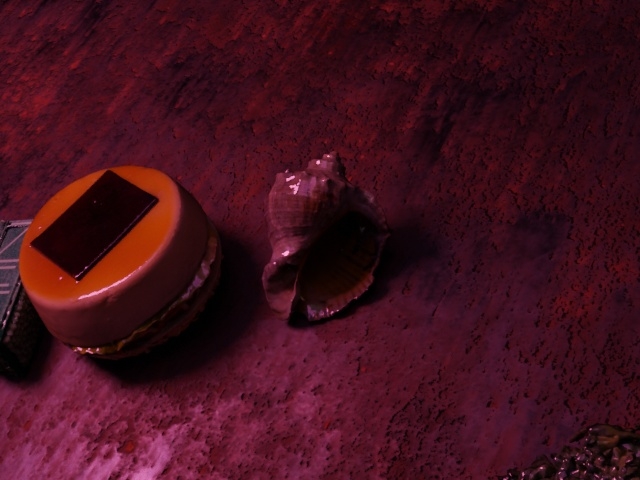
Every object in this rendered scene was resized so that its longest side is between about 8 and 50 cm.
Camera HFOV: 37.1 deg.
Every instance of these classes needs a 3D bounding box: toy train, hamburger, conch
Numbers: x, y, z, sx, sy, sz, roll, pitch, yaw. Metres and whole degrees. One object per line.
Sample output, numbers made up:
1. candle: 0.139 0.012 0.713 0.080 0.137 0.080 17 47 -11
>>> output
1. toy train: -0.496 0.087 1.467 0.154 0.115 0.269 1 54 11
2. hamburger: -0.285 0.036 1.377 0.300 0.176 0.300 -11 52 14
3. conch: 0.000 0.000 1.318 0.178 0.163 0.245 19 92 20

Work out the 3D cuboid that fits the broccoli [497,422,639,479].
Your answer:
1. broccoli: 0.331 0.292 0.959 0.245 0.248 0.288 -9 27 -34
